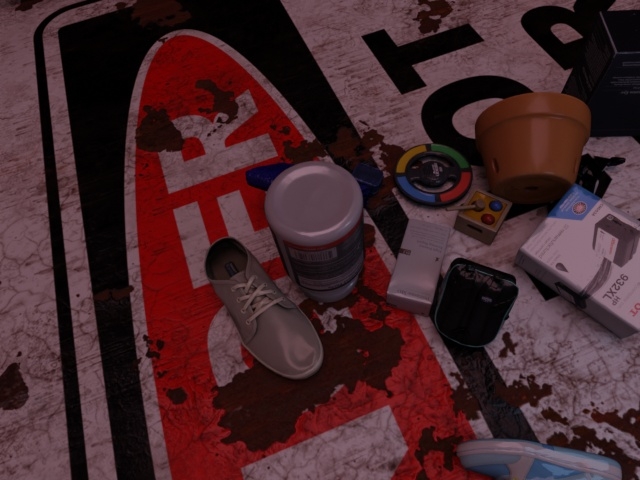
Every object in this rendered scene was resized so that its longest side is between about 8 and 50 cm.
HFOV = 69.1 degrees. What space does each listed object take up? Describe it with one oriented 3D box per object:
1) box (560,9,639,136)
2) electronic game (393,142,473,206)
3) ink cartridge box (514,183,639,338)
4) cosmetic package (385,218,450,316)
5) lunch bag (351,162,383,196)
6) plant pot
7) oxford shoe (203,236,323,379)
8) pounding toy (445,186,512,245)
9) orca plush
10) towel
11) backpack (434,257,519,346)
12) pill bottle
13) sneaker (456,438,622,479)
[{"bbox_3d":[0.921,-0.466,1.322,0.343,0.313,0.179,0,59,5],"label":"box"},{"bbox_3d":[0.331,-0.197,1.373,0.229,0.048,0.229,-2,59,4],"label":"electronic game"},{"bbox_3d":[0.672,0.048,1.122,0.307,0.129,0.223,40,87,24],"label":"ink cartridge box"},{"bbox_3d":[0.254,0.067,1.206,0.117,0.085,0.231,13,61,13],"label":"cosmetic package"},{"bbox_3d":[0.132,-0.177,1.370,0.098,0.065,0.067,24,62,11],"label":"lunch bag"},{"bbox_3d":[0.565,-0.226,1.249,0.290,0.291,0.204,4,73,8],"label":"plant pot"},{"bbox_3d":[-0.161,0.158,1.169,0.169,0.130,0.449,-34,64,-16],"label":"oxford shoe"},{"bbox_3d":[0.424,-0.074,1.262,0.141,0.100,0.130,28,66,20],"label":"pounding toy"},{"bbox_3d":[0.740,-0.167,1.285,0.287,0.102,0.151,-29,61,-12],"label":"orca plush"},{"bbox_3d":[-0.028,-0.155,1.293,0.308,0.227,0.076,16,103,16],"label":"towel"},{"bbox_3d":[0.361,0.149,1.105,0.165,0.144,0.189,19,100,13],"label":"backpack"},{"bbox_3d":[0.000,0.000,1.107,0.210,0.363,0.210,-3,60,4],"label":"pill bottle"},{"bbox_3d":[0.427,0.512,0.906,0.318,0.127,0.208,6,59,10],"label":"sneaker"}]
